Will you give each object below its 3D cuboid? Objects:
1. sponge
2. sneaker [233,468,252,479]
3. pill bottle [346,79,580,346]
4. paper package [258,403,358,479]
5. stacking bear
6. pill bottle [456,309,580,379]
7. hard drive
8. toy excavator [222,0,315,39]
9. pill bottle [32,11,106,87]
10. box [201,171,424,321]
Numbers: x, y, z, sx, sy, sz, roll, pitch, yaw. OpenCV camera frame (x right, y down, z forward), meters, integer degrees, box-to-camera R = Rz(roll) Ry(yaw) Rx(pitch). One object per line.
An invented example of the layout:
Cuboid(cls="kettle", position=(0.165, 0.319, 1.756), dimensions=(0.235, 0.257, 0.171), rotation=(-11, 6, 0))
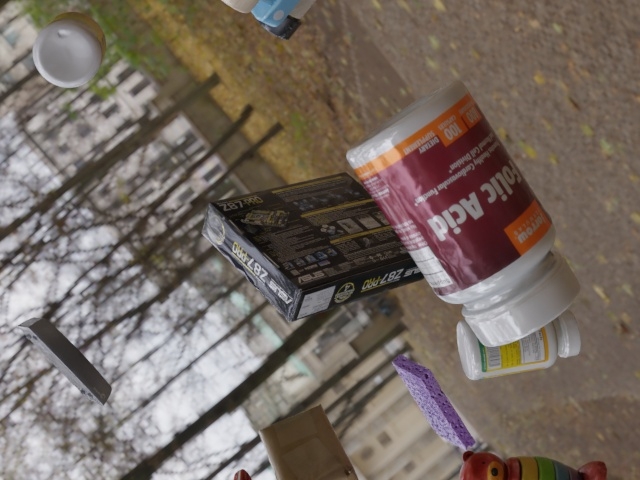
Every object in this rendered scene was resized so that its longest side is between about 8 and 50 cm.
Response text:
Cuboid(cls="sponge", position=(0.231, 0.333, 1.967), dimensions=(0.210, 0.031, 0.117), rotation=(57, 163, -23))
Cuboid(cls="sneaker", position=(-0.219, 0.621, 2.144), dimensions=(0.221, 0.128, 0.087), rotation=(-89, -22, -45))
Cuboid(cls="pill bottle", position=(0.235, -0.039, 1.545), dimensions=(0.392, 0.224, 0.224), rotation=(56, 177, -7))
Cuboid(cls="paper package", position=(0.007, 0.587, 2.188), dimensions=(0.325, 0.168, 0.309), rotation=(-130, 18, -67))
Cuboid(cls="stacking bear", position=(0.440, 0.532, 2.059), dimensions=(0.289, 0.175, 0.164), rotation=(15, 158, -4))
Cuboid(cls="pill bottle", position=(0.367, 0.186, 1.774), dimensions=(0.117, 0.208, 0.117), rotation=(171, 90, -87))
Cuboid(cls="hard drive", position=(-0.601, 0.280, 2.264), dimensions=(0.254, 0.054, 0.172), rotation=(50, 158, -15))
Cuboid(cls="toy excavator", position=(-0.146, -0.578, 1.993), dimensions=(0.445, 0.222, 0.433), rotation=(12, -143, -51))
Cuboid(cls="pill bottle", position=(-0.452, -0.352, 1.744), dimensions=(0.117, 0.117, 0.215), rotation=(51, -175, -21))
Cuboid(cls="box", position=(0.000, 0.000, 2.024), dimensions=(0.318, 0.395, 0.097), rotation=(43, 131, 31))
